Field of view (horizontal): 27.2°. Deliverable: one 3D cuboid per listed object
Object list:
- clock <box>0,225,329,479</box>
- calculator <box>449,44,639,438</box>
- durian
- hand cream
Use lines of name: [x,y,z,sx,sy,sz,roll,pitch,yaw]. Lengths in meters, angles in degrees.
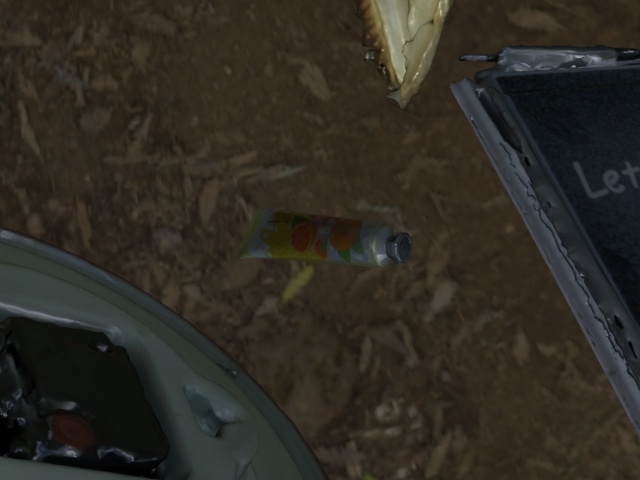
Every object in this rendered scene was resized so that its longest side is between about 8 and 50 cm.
clock: [-0.121,0.083,0.559,0.318,0.318,0.080,21,113,-26]
calculator: [0.168,0.013,0.546,0.165,0.274,0.028,-3,140,-22]
durian: [0.043,-0.112,0.510,0.052,0.066,0.130,21,85,-50]
hand cream: [0.000,0.000,0.689,0.102,0.035,0.022,7,154,33]
